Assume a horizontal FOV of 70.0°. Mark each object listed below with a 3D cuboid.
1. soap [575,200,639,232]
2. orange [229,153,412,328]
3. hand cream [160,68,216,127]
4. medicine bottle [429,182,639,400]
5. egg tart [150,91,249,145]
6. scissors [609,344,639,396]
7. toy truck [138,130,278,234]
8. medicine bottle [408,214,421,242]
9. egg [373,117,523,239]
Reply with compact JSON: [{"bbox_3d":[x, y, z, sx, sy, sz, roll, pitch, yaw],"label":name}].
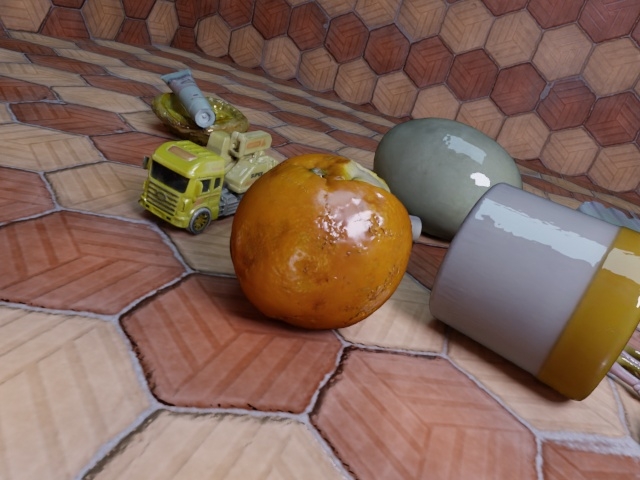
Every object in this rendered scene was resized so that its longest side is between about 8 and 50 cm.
[{"bbox_3d":[0.789,-0.006,1.248,0.208,0.114,0.347,23,25,12],"label":"soap"},{"bbox_3d":[0.000,0.000,0.610,0.240,0.239,0.240,14,25,-6],"label":"orange"},{"bbox_3d":[-0.346,-0.383,1.203,0.085,0.058,0.331,-25,43,-13],"label":"hand cream"},{"bbox_3d":[0.313,0.063,0.654,0.232,0.237,0.238,30,28,29],"label":"medicine bottle"},{"bbox_3d":[-0.329,-0.328,1.260,0.279,0.094,0.278,14,30,-8],"label":"egg tart"},{"bbox_3d":[0.561,0.249,0.679,0.160,0.024,0.318,-9,37,-47],"label":"scissors"},{"bbox_3d":[-0.183,-0.122,0.829,0.124,0.156,0.272,27,26,21],"label":"toy truck"},{"bbox_3d":[0.094,-0.039,0.948,0.231,0.059,0.059,9,26,-17],"label":"medicine bottle"},{"bbox_3d":[0.280,-0.141,1.039,0.352,0.258,0.259,30,27,32],"label":"egg"}]
